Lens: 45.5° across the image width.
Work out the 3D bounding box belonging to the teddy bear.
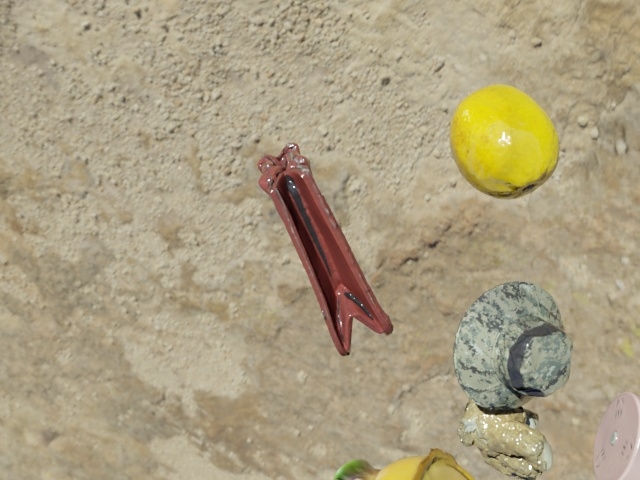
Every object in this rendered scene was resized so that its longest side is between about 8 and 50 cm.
[{"bbox_3d":[0.382,0.396,1.579,0.156,0.267,0.256,-30,139,11],"label":"teddy bear"}]

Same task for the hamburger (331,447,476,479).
[{"bbox_3d":[0.120,0.541,1.140,0.277,0.396,0.396,-27,109,27],"label":"hamburger"}]

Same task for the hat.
[{"bbox_3d":[0.374,0.206,1.359,0.266,0.265,0.128,61,164,-21],"label":"hat"}]

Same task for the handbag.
[{"bbox_3d":[-0.001,0.001,1.092,0.084,0.260,0.276,-25,109,1],"label":"handbag"}]

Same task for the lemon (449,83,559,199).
[{"bbox_3d":[0.290,-0.159,1.226,0.170,0.207,0.170,-16,144,-12],"label":"lemon"}]

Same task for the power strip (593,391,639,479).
[{"bbox_3d":[0.480,0.314,1.159,0.078,0.154,0.154,19,130,-1],"label":"power strip"}]
